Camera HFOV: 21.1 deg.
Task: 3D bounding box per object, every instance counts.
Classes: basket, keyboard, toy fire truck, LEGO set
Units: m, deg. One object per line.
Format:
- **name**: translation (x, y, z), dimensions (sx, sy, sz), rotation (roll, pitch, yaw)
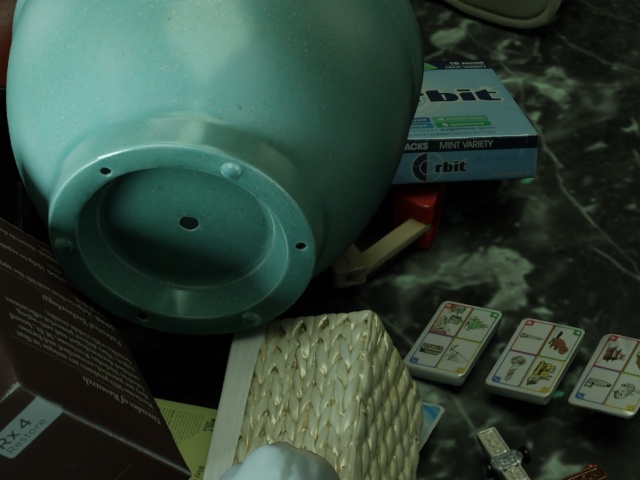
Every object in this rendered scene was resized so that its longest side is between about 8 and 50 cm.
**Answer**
- **basket**: translation (-0.001, 0.136, 1.124), dimensions (0.103, 0.113, 0.167), rotation (-13, 39, 20)
- **keyboard**: translation (-0.222, -0.022, 1.270), dimensions (0.023, 0.180, 0.108), rotation (2, 2, 19)
- **toy fire truck**: translation (0.000, 0.000, 1.336), dimensions (0.135, 0.047, 0.192), rotation (22, 47, 21)
- **LEGO set**: translation (0.121, 0.149, 1.203), dimensions (0.182, 0.060, 0.244), rotation (11, 42, 27)

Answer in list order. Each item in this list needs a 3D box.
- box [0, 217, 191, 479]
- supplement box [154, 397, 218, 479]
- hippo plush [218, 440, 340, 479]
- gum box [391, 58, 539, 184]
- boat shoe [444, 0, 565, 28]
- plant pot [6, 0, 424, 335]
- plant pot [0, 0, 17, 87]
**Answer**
- **box**: translation (-0.223, 0.104, 1.091), dimensions (0.168, 0.167, 0.203), rotation (-42, 49, 10)
- **supplement box**: translation (-0.097, 0.158, 1.160), dimensions (0.083, 0.056, 0.083), rotation (9, 44, 8)
- **hippo plush**: translation (-0.095, 0.273, 0.969), dimensions (0.236, 0.234, 0.294), rotation (-17, 14, 23)
- **gum box**: translation (0.079, -0.099, 1.404), dimensions (0.157, 0.041, 0.184), rotation (-3, 26, -8)
- **boat shoe**: translation (0.091, -0.300, 1.609), dimensions (0.324, 0.116, 0.097), rotation (24, 43, 16)
- **plant pot**: translation (-0.080, -0.063, 1.154), dimensions (0.293, 0.293, 0.196), rotation (4, 45, 2)
- **plant pot**: translation (-0.349, -0.085, 1.279), dimensions (0.272, 0.272, 0.265), rotation (16, 38, 14)
